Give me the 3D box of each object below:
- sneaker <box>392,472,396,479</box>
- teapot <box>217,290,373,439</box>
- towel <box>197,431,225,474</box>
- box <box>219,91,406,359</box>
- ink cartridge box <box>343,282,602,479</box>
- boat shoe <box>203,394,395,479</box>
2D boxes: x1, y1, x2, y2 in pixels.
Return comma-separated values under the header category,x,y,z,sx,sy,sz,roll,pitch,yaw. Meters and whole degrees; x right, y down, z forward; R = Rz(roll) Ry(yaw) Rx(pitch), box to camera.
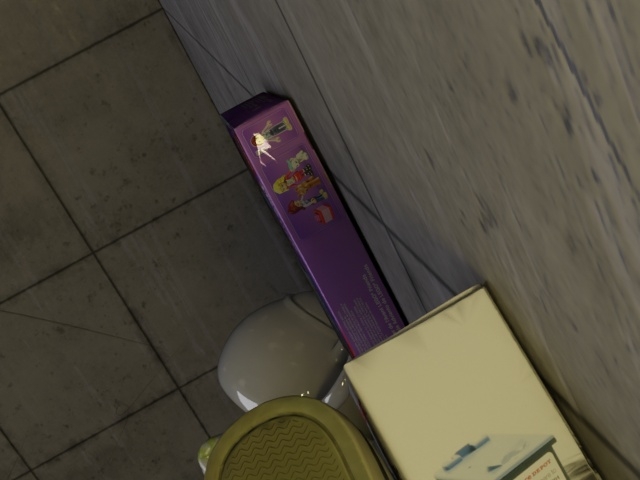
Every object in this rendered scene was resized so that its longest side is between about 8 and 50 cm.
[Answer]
category,x,y,z,sx,sy,sz,roll,pitch,yaw
sneaker,0.109,0.232,1.157,0.087,0.083,0.221,-106,-1,-47
teapot,-0.002,0.154,1.263,0.256,0.187,0.252,34,-172,34
towel,0.050,0.341,1.222,0.374,0.090,0.320,26,174,13
box,0.000,0.000,0.923,0.293,0.057,0.201,62,177,-14
ink cartridge box,0.092,0.132,0.475,0.191,0.082,0.139,59,176,14
boat shoe,0.038,0.212,0.388,0.103,0.113,0.302,46,-156,-55
